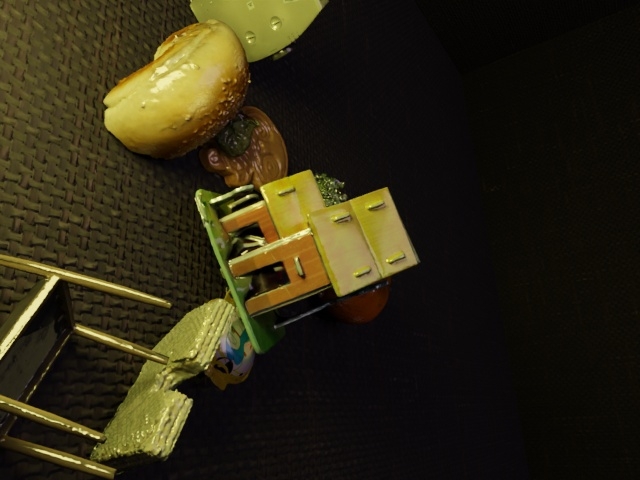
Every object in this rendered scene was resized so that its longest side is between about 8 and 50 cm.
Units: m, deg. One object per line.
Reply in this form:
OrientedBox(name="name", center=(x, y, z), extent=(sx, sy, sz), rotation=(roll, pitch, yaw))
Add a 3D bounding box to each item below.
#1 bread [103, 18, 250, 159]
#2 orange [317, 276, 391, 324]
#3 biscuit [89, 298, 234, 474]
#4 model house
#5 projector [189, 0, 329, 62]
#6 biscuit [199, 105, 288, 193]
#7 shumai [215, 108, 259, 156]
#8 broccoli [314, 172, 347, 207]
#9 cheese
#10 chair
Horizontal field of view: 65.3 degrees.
OrientedBox(name="bread", center=(-0.212, -0.279, 0.877), extent=(0.171, 0.191, 0.314), rotation=(52, 37, -31))
OrientedBox(name="orange", center=(0.087, 0.095, 1.230), extent=(0.224, 0.170, 0.224), rotation=(28, 54, -49))
OrientedBox(name="biscuit", center=(-0.215, 0.197, 0.706), extent=(0.046, 0.147, 0.250), rotation=(46, 40, -24))
OrientedBox(name="model house", center=(0.000, 0.000, 0.965), extent=(0.340, 0.323, 0.301), rotation=(-2, 71, -80))
OrientedBox(name="projector", center=(-0.119, -0.480, 1.043), extent=(0.194, 0.269, 0.088), rotation=(60, 34, -25))
OrientedBox(name="biscuit", center=(-0.158, -0.202, 1.086), extent=(0.288, 0.044, 0.202), rotation=(-3, 80, -61))
OrientedBox(name="shumai", center=(-0.153, -0.210, 0.977), extent=(0.083, 0.080, 0.082), rotation=(17, 66, -50))
OrientedBox(name="broccoli", center=(0.030, -0.066, 1.266), extent=(0.304, 0.145, 0.165), rotation=(19, 64, -69))
OrientedBox(name="cheese", center=(-0.159, 0.152, 0.905), extent=(0.157, 0.064, 0.250), rotation=(57, 23, -30))
OrientedBox(name="chair", center=(-0.326, 0.128, 0.561), extent=(0.272, 0.166, 0.188), rotation=(20, 49, -3))
